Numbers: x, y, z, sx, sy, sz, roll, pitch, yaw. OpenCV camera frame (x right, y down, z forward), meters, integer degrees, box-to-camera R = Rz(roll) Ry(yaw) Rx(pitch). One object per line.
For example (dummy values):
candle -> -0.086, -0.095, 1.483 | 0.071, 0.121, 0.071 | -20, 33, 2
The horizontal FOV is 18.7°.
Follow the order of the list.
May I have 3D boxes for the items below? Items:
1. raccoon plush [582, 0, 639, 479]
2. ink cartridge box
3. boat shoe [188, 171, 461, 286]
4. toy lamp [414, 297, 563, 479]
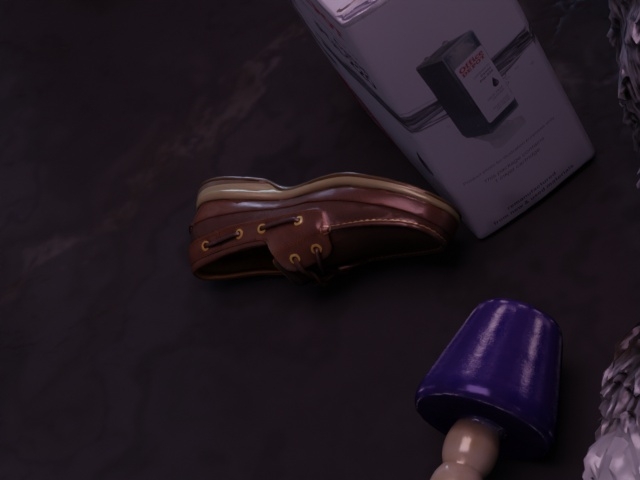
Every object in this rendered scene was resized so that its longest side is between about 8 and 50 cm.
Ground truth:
raccoon plush -> 0.152, -0.108, 0.972 | 0.299, 0.216, 0.446 | 27, 66, 19
ink cartridge box -> 0.049, -0.124, 1.085 | 0.092, 0.218, 0.158 | -37, 50, -2
boat shoe -> 0.000, 0.000, 1.129 | 0.178, 0.064, 0.060 | 0, 63, 33
toy lamp -> 0.059, 0.157, 0.981 | 0.080, 0.080, 0.274 | 9, 65, 30
